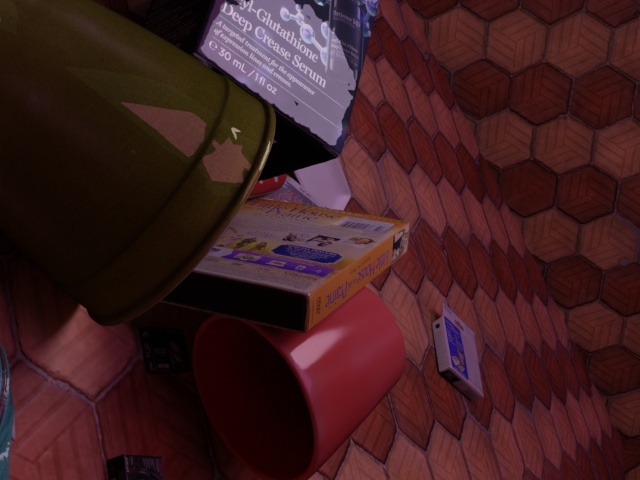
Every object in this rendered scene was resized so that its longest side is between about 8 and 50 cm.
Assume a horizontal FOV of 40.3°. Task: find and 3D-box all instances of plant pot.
[{"bbox_3d":[-0.018,0.191,1.326,0.243,0.275,0.275,-25,93,-40],"label":"plant pot"},{"bbox_3d":[-0.308,-0.140,1.077,0.353,0.366,0.366,39,36,-27],"label":"plant pot"}]

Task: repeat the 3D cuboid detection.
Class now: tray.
[{"bbox_3d":[-0.008,-0.140,1.888,0.145,0.030,0.270,-62,145,-32],"label":"tray"}]

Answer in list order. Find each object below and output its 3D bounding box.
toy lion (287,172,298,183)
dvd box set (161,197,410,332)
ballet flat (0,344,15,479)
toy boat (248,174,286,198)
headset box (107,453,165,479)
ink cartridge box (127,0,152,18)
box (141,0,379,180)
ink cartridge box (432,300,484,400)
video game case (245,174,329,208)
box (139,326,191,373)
[{"bbox_3d":[-0.056,-0.163,1.919,0.096,0.034,0.100,60,25,-32],"label":"toy lion"},{"bbox_3d":[-0.070,0.021,1.365,0.420,0.308,0.062,-32,128,-62],"label":"dvd box set"},{"bbox_3d":[-0.367,0.231,0.934,0.087,0.083,0.247,74,9,-58],"label":"ballet flat"},{"bbox_3d":[-0.131,-0.168,1.591,0.151,0.151,0.231,45,23,11],"label":"toy boat"},{"bbox_3d":[-0.238,0.317,1.151,0.083,0.032,0.062,24,48,-54],"label":"headset box"},{"bbox_3d":[-0.230,-0.478,1.611,0.160,0.219,0.092,12,62,-60],"label":"ink cartridge box"},{"bbox_3d":[-0.093,-0.345,1.386,0.293,0.212,0.395,31,62,-35],"label":"box"},{"bbox_3d":[0.369,0.299,2.356,0.206,0.045,0.208,42,36,-42],"label":"ink cartridge box"},{"bbox_3d":[-0.057,-0.059,1.702,0.183,0.023,0.201,39,28,16],"label":"video game case"},{"bbox_3d":[-0.232,0.165,1.307,0.083,0.018,0.067,17,54,-59],"label":"box"}]
